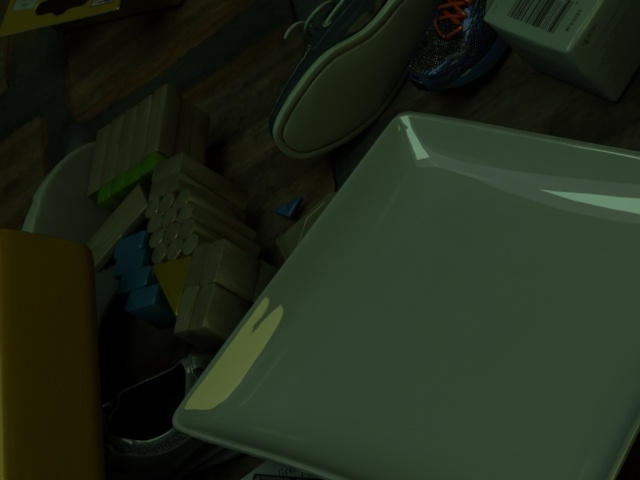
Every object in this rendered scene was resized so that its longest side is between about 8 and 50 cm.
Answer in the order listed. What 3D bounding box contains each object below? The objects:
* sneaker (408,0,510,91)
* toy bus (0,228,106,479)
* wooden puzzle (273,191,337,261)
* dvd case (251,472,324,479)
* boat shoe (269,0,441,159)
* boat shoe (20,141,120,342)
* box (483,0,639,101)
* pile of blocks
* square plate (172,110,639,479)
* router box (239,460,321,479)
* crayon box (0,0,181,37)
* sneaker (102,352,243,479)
[{"bbox_3d":[0.136,-0.228,1.355,0.083,0.087,0.221,25,83,47],"label":"sneaker"},{"bbox_3d":[-0.247,0.169,1.286,0.130,0.108,0.332,-36,51,43],"label":"toy bus"},{"bbox_3d":[0.000,0.000,1.391,0.079,0.014,0.116,-33,48,16],"label":"wooden puzzle"},{"bbox_3d":[-0.030,0.232,1.155,0.087,0.013,0.119,-4,62,40],"label":"dvd case"},{"bbox_3d":[0.036,-0.186,1.412,0.254,0.095,0.079,-53,45,0],"label":"boat shoe"},{"bbox_3d":[-0.275,0.067,1.519,0.158,0.127,0.340,-30,36,46],"label":"boat shoe"},{"bbox_3d":[0.211,-0.184,1.263,0.101,0.087,0.102,31,86,46],"label":"box"},{"bbox_3d":[-0.120,0.006,1.427,0.149,0.113,0.362,-46,36,16],"label":"pile of blocks"},{"bbox_3d":[0.114,0.058,1.153,0.344,0.049,0.347,15,57,37],"label":"square plate"},{"bbox_3d":[-0.016,0.320,1.160,0.335,0.082,0.301,-38,46,17],"label":"router box"},{"bbox_3d":[-0.225,-0.360,1.753,0.203,0.083,0.322,-5,62,39],"label":"crayon box"},{"bbox_3d":[-0.173,0.176,1.360,0.281,0.115,0.105,-38,46,17],"label":"sneaker"}]
